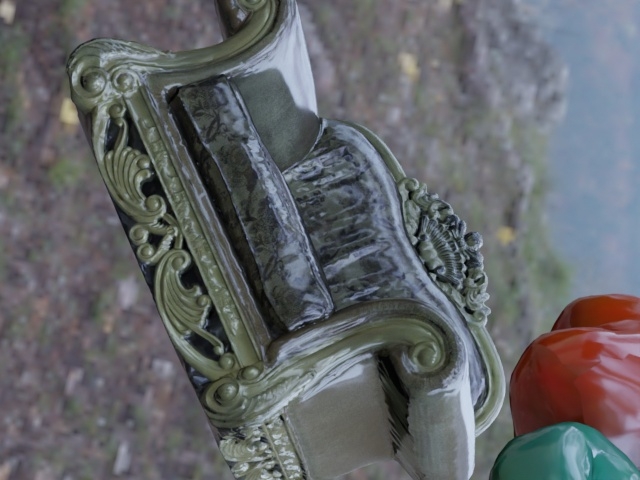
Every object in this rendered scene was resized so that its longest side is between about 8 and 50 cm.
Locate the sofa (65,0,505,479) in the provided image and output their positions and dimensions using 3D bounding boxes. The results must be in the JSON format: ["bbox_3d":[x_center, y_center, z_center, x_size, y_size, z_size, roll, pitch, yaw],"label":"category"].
[{"bbox_3d":[0.000,0.000,0.945,0.200,0.182,0.258,73,-8,-66],"label":"sofa"}]

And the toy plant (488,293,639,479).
[{"bbox_3d":[0.162,0.180,0.408,0.400,0.185,0.279,53,52,-21],"label":"toy plant"}]
